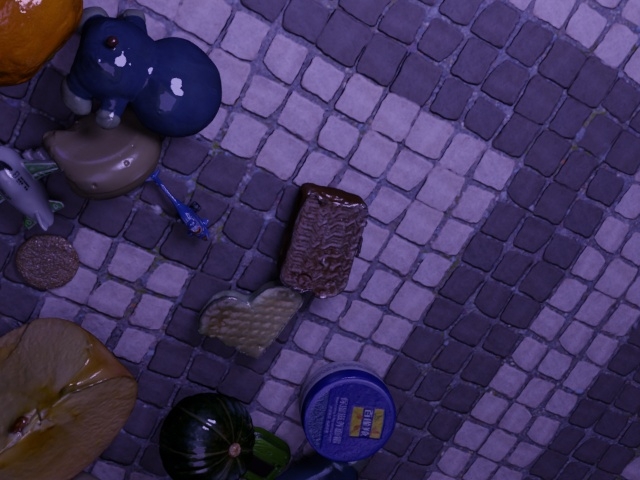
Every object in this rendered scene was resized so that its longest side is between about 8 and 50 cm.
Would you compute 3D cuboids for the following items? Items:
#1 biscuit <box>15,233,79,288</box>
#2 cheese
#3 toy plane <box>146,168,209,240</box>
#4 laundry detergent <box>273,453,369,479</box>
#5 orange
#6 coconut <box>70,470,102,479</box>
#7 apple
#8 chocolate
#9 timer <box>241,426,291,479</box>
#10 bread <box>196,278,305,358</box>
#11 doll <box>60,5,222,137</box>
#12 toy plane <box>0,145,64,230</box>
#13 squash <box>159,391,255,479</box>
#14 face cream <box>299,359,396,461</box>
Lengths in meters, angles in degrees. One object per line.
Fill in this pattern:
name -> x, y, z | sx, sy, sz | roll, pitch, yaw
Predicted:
biscuit -> -0.528, 0.042, 1.486 | 0.120, 0.015, 0.120 | -4, 115, -10
cheese -> -0.372, -0.159, 1.360 | 0.202, 0.175, 0.091 | -32, 152, -25
toy plane -> -0.268, -0.063, 1.471 | 0.054, 0.062, 0.167 | -37, 105, 6
laundry detergent -> -0.002, 0.561, 1.772 | 0.290, 0.094, 0.143 | -37, 113, 6
orange -> -0.499, -0.370, 1.182 | 0.261, 0.261, 0.261 | -4, 114, -10
coconut -> -0.538, 0.626, 1.581 | 0.323, 0.323, 0.323 | -4, 114, -10
apple -> -0.530, 0.315, 1.479 | 0.309, 0.252, 0.314 | -43, 101, -17
chocolate -> 0.000, 0.000, 1.531 | 0.148, 0.093, 0.214 | 14, 109, -15
timer -> -0.144, 0.492, 1.739 | 0.140, 0.047, 0.128 | 37, 102, -23
bread -> -0.136, 0.164, 1.591 | 0.232, 0.064, 0.172 | -15, 115, -3
doll -> -0.294, -0.282, 1.314 | 0.258, 0.154, 0.228 | 21, 69, -33
toy plane -> -0.544, -0.095, 1.390 | 0.174, 0.080, 0.174 | -3, 112, -8
squash -> -0.237, 0.425, 1.616 | 0.172, 0.218, 0.218 | -10, 121, 33
face cream -> 0.056, 0.370, 1.683 | 0.206, 0.111, 0.206 | -2, 106, -7
